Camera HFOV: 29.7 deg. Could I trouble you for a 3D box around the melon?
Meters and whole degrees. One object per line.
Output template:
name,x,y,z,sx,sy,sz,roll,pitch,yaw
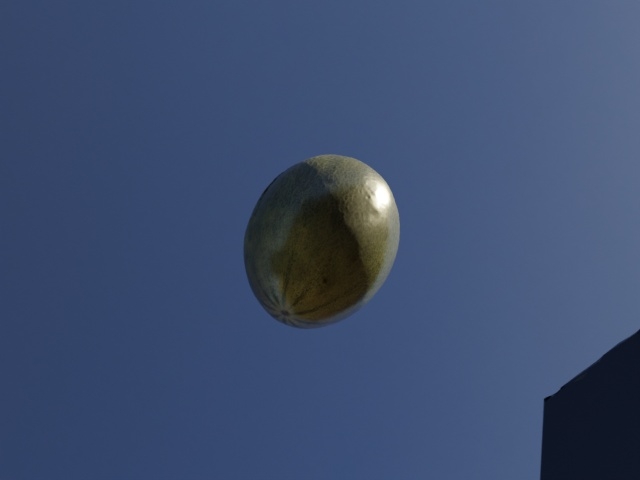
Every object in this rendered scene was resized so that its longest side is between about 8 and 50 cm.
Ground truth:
melon,0.000,0.000,0.781,0.131,0.098,0.098,-59,-45,-46

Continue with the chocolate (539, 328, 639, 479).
chocolate,0.227,0.126,0.470,0.177,0.224,0.206,-17,-64,-35
